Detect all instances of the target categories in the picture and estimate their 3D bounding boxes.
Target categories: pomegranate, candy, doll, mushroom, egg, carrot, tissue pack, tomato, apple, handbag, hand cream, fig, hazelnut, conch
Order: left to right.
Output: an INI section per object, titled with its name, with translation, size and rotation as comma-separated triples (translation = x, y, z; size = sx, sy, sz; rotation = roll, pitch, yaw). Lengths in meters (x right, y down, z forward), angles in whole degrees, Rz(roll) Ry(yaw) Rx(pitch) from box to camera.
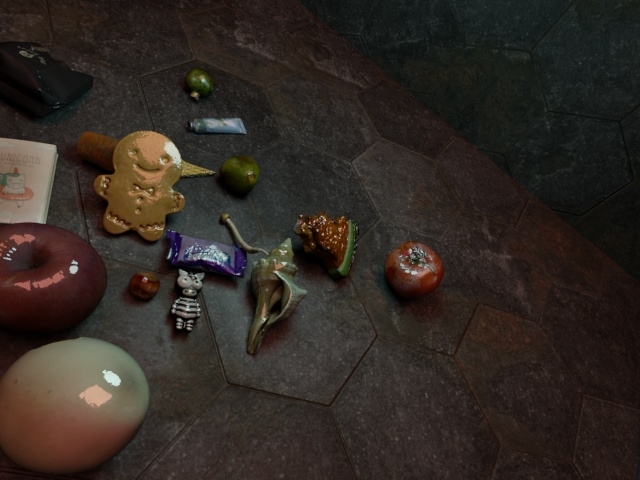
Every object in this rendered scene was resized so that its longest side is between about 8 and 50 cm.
[tissue pack]
translation = -0.911, -0.168, 1.262
size = 0.170, 0.071, 0.325
rotation = 3, 56, -24
[handbag]
translation = -1.005, -0.597, 1.484
size = 0.343, 0.152, 0.287
rotation = 32, 37, -4
[apple]
translation = -0.715, 0.099, 1.064
size = 0.306, 0.235, 0.305
rotation = 13, 50, -16
[egg]
translation = -0.533, 0.355, 0.915
size = 0.283, 0.346, 0.282
rotation = 25, 60, -53
[carrot]
translation = -0.662, -0.267, 1.426
size = 0.302, 0.138, 0.138
rotation = 22, 50, -10
[hazelnut]
translation = -0.526, 0.134, 1.246
size = 0.086, 0.086, 0.086
rotation = 14, 52, -19
[doll]
translation = -0.407, 0.175, 1.282
size = 0.091, 0.067, 0.219
rotation = 13, 50, -24
[pomegranate]
translation = -0.522, -0.675, 1.811
size = 0.131, 0.130, 0.130
rotation = 14, 52, -19
[candy]
translation = -0.376, 0.044, 1.382
size = 0.276, 0.070, 0.145
rotation = 15, 41, -21
[hand cream]
translation = -0.433, -0.482, 1.760
size = 0.256, 0.055, 0.088
rotation = -11, 67, -41
[fig]
translation = -0.295, -0.249, 1.597
size = 0.144, 0.154, 0.166
rotation = -49, 44, -5
[mushroom]
translation = -0.263, -0.005, 1.438
size = 0.043, 0.068, 0.306
rotation = -37, 51, -16
[conch]
translation = -0.137, 0.174, 1.367
size = 0.170, 0.203, 0.385
rotation = 16, 72, -48
[tomato]
translation = 0.362, 0.124, 1.643
size = 0.232, 0.188, 0.231
rotation = -6, 53, 8

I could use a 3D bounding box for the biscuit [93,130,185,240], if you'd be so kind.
[biscuit]
translation = -0.570, -0.180, 1.351
size = 0.276, 0.052, 0.354
rotation = 16, 84, -20

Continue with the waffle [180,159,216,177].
[waffle]
translation = -0.478, -0.247, 1.578
size = 0.153, 0.023, 0.097
rotation = 18, 52, -16

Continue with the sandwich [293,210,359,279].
[sandwich]
translation = 0.000, 0.000, 1.561
size = 0.301, 0.162, 0.250
rotation = 34, 54, -44
